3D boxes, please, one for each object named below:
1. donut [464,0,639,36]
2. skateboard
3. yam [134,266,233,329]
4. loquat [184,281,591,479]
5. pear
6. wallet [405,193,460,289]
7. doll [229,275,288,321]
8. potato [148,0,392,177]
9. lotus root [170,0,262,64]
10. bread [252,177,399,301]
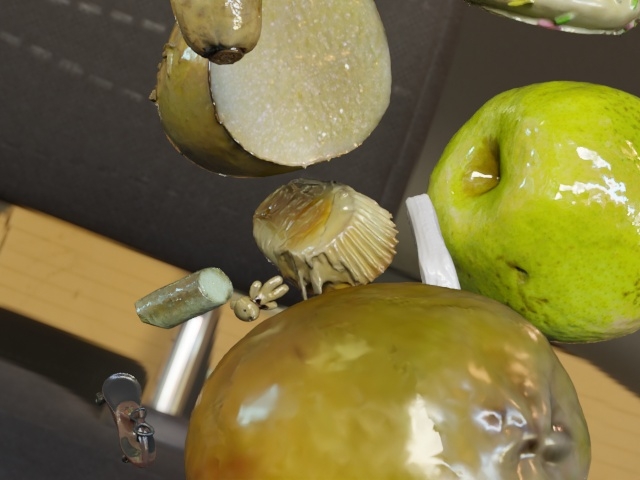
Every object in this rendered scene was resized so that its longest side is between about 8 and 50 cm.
[{"bbox_3d":[0.285,-0.404,1.631,0.371,0.150,0.307,24,23,24],"label":"donut"},{"bbox_3d":[-0.271,0.254,1.636,0.067,0.151,0.080,-10,-40,-25],"label":"skateboard"},{"bbox_3d":[-0.210,0.093,1.738,0.146,0.070,0.070,-26,-30,16],"label":"yam"},{"bbox_3d":[0.046,0.156,0.849,0.283,0.276,0.276,-20,-36,38],"label":"loquat"},{"bbox_3d":[0.350,-0.031,1.567,0.391,0.391,0.391,18,-13,4],"label":"pear"},{"bbox_3d":[0.111,0.025,1.094,0.033,0.095,0.190,-17,21,6],"label":"wallet"},{"bbox_3d":[-0.101,0.094,1.860,0.051,0.093,0.061,14,-35,54],"label":"doll"},{"bbox_3d":[-0.126,-0.306,2.091,0.319,0.442,0.385,-11,-74,49],"label":"potato"},{"bbox_3d":[-0.146,-0.352,1.557,0.125,0.221,0.118,-12,2,-31],"label":"lotus root"},{"bbox_3d":[0.010,-0.008,2.227,0.183,0.236,0.388,49,-2,-24],"label":"bread"}]
